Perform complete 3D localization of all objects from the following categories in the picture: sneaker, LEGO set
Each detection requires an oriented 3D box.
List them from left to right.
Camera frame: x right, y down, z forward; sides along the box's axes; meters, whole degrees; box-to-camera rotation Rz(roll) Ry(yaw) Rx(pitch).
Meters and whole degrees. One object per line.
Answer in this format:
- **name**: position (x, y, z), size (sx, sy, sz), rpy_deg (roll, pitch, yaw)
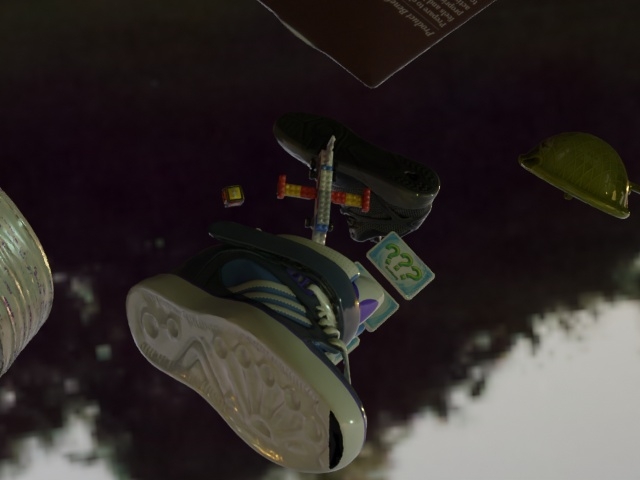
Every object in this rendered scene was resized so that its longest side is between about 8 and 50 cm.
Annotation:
- **sneaker**: position (-0.004, 0.084, 1.778), size (0.236, 0.130, 0.323), rpy_deg (-19, -148, -36)
- **LEGO set**: position (0.000, 0.000, 2.253), size (0.182, 0.244, 0.060), rpy_deg (-40, 174, -23)
- **sneaker**: position (0.032, -0.072, 2.425), size (0.228, 0.130, 0.087), rpy_deg (26, -137, 8)

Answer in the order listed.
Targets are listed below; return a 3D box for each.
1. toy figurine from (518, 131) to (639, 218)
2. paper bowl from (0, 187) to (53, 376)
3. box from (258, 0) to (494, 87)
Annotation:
- **toy figurine**: position (0.412, -0.084, 1.936), size (0.363, 0.217, 0.191), rpy_deg (32, -155, 12)
- **paper bowl**: position (-0.400, 0.033, 1.753), size (0.284, 0.284, 0.148), rpy_deg (-1, -138, 39)
- **box**: position (0.116, -0.318, 1.686), size (0.191, 0.143, 0.381), rpy_deg (36, 127, -29)
